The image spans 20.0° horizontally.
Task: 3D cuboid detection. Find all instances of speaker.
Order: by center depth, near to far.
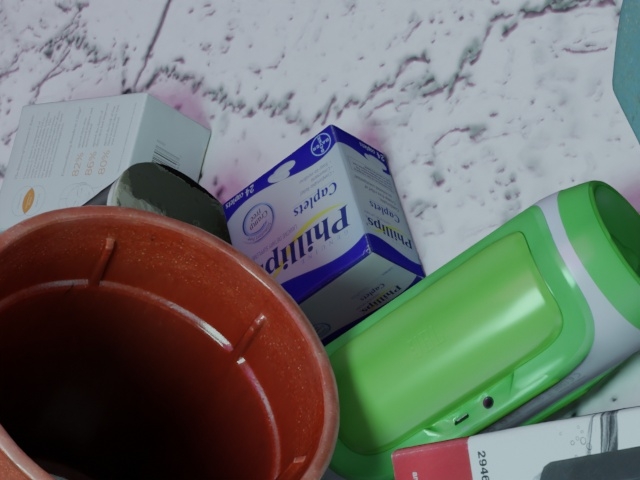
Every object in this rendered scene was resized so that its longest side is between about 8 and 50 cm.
[{"bbox_3d":[0.107,0.081,1.304,0.296,0.131,0.131,-35,50,23],"label":"speaker"}]

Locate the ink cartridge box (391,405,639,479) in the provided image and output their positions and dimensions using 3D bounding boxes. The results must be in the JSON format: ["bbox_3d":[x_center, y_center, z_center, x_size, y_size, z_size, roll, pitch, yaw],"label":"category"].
[{"bbox_3d":[0.197,0.203,1.132,0.273,0.114,0.197,-15,80,35],"label":"ink cartridge box"}]

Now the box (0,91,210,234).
[{"bbox_3d":[-0.203,-0.055,1.669,0.170,0.091,0.130,-1,69,41],"label":"box"}]

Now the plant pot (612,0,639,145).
[{"bbox_3d":[0.330,-0.116,1.137,0.252,0.247,0.248,-50,43,36],"label":"plant pot"}]

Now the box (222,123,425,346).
[{"bbox_3d":[0.000,0.000,1.476,0.126,0.072,0.137,-36,50,24],"label":"box"}]

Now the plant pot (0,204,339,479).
[{"bbox_3d":[-0.162,0.163,1.291,0.265,0.272,0.272,-58,37,41],"label":"plant pot"}]

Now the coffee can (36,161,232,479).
[{"bbox_3d":[-0.195,0.092,1.511,0.275,0.201,0.201,-34,50,23],"label":"coffee can"}]
